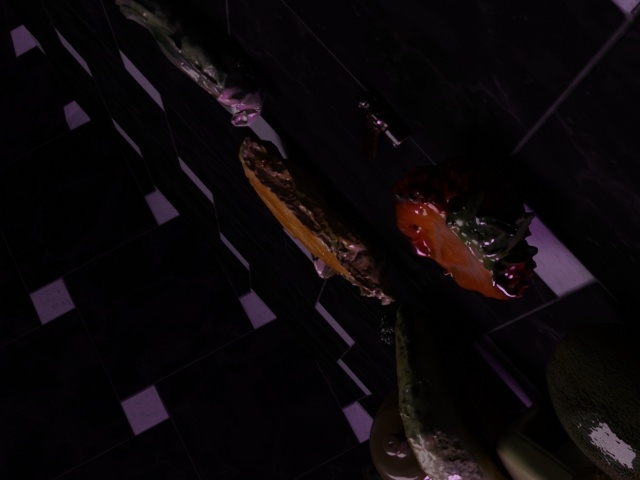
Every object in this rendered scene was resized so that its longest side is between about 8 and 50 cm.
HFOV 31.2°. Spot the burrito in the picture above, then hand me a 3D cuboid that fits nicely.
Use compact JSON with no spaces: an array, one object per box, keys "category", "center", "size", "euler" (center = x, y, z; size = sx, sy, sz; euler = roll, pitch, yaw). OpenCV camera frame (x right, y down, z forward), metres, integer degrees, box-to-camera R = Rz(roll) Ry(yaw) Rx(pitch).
[{"category":"burrito","center":[-0.172,-0.254,1.480],"size":[0.309,0.066,0.096],"euler":[46,174,34]}]

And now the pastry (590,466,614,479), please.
[{"category":"pastry","center":[0.355,0.279,1.072],"size":[0.235,0.132,0.240],"euler":[30,168,38]}]

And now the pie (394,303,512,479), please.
[{"category":"pie","center":[0.184,0.235,1.526],"size":[0.323,0.070,0.323],"euler":[50,-161,-24]}]

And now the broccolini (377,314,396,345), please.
[{"category":"broccolini","center":[0.135,0.180,1.974],"size":[0.042,0.044,0.218],"euler":[28,168,23]}]

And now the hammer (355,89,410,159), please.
[{"category":"hammer","center":[0.055,-0.104,1.170],"size":[0.065,0.021,0.178],"euler":[47,171,6]}]

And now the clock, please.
[{"category":"clock","center":[0.351,0.332,1.356],"size":[0.235,0.096,0.308],"euler":[54,170,-24]}]

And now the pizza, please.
[{"category":"pizza","center":[0.016,-0.012,1.607],"size":[0.288,0.075,0.280],"euler":[43,174,20]}]

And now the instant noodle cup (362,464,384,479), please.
[{"category":"instant noodle cup","center":[0.212,0.393,1.881],"size":[0.235,0.178,0.235],"euler":[41,-174,-5]}]

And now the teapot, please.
[{"category":"teapot","center":[0.154,0.285,1.696],"size":[0.186,0.267,0.175],"euler":[-4,173,35]}]

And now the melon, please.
[{"category":"melon","center":[0.257,0.137,0.928],"size":[0.167,0.114,0.114],"euler":[46,171,31]}]

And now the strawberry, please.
[{"category":"strawberry","center":[0.131,-0.015,0.983],"size":[0.140,0.085,0.192],"euler":[33,169,34]}]

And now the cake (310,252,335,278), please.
[{"category":"cake","center":[0.000,0.000,1.867],"size":[0.051,0.055,0.140],"euler":[54,-173,-39]}]
